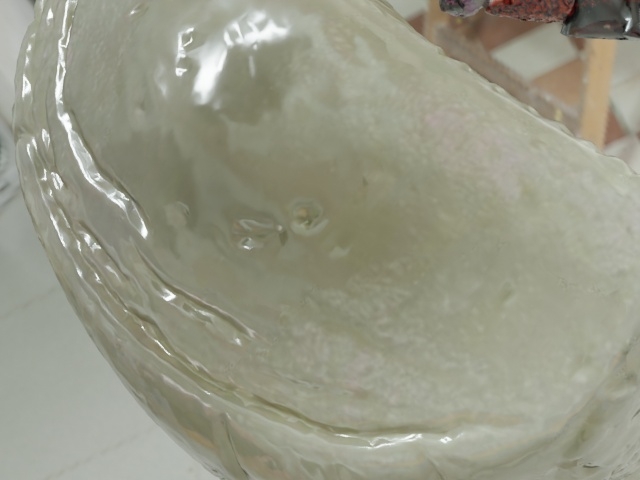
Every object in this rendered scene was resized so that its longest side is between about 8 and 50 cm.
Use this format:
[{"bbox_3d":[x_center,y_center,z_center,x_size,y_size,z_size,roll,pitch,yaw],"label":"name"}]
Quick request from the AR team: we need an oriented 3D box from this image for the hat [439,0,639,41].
[{"bbox_3d":[0.194,-0.179,0.980,0.227,0.129,0.140,-8,41,14],"label":"hat"}]

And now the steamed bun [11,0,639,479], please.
[{"bbox_3d":[-0.005,0.001,0.669,0.236,0.247,0.383,-48,60,0],"label":"steamed bun"}]
